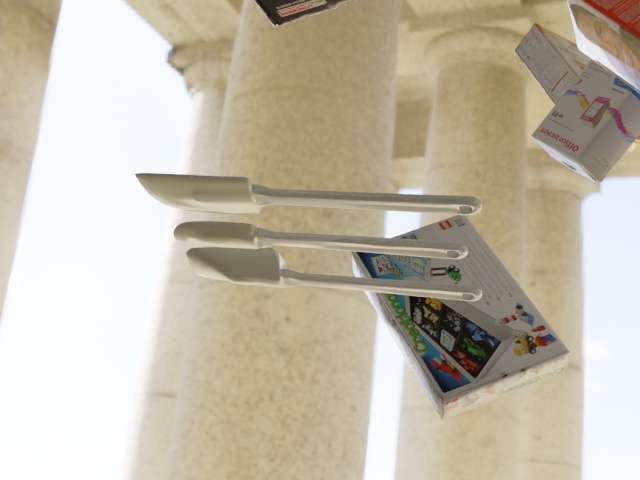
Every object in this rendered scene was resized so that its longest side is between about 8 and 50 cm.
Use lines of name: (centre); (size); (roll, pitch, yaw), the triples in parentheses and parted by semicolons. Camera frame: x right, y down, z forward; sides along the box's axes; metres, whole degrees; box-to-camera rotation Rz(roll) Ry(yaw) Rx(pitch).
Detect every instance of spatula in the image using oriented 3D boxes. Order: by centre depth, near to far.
spatula: (0.000, 0.000, 0.737); (0.242, 0.019, 0.168); (3, -32, 13)

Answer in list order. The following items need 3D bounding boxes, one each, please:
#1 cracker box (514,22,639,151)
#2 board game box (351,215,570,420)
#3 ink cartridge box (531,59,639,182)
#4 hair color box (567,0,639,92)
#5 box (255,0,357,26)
cracker box: (0.448, -0.264, 1.686); (0.155, 0.232, 0.067); (17, -55, -32)
board game box: (0.191, 0.097, 1.415); (0.193, 0.305, 0.053); (-18, -44, -12)
ink cartridge box: (0.307, -0.136, 1.090); (0.052, 0.122, 0.088); (33, 6, -34)
hair color box: (0.250, -0.148, 0.747); (0.043, 0.141, 0.072); (-35, -43, -3)
box: (-0.009, -0.467, 1.447); (0.295, 0.073, 0.293); (-10, -36, 25)
